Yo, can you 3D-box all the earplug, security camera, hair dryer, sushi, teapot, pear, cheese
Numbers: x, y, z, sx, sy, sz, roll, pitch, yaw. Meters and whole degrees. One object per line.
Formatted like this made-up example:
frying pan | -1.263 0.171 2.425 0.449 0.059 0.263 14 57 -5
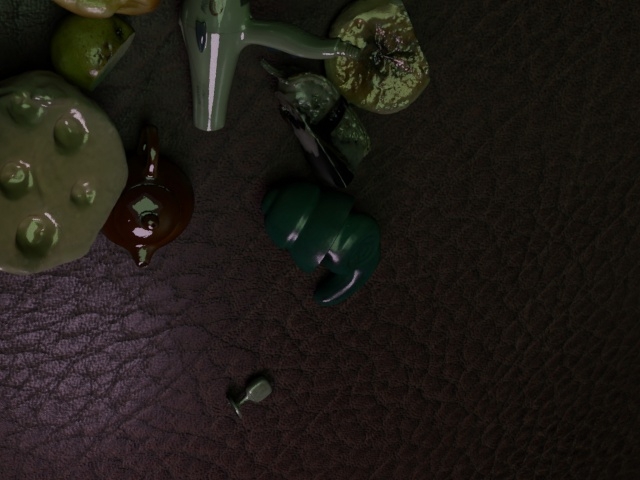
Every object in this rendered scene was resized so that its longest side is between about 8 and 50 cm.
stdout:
earplug | 0.001 -0.005 1.827 0.280 0.257 0.164 35 73 -13
security camera | -0.144 0.317 1.996 0.092 0.058 0.058 -33 124 -15
hair dryer | -0.120 -0.283 1.594 0.298 0.119 0.296 34 129 1
sushi | 0.000 -0.227 1.712 0.109 0.134 0.273 -36 110 -14
teapot | -0.298 -0.075 1.667 0.178 0.135 0.252 -2 119 -24
pear | -0.366 -0.308 1.521 0.104 0.141 0.141 41 99 -12
cheese | -0.453 -0.095 1.489 0.326 0.115 0.318 -32 133 -37

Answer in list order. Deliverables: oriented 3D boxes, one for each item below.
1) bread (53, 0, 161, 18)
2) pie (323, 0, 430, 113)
bread | -0.339 -0.468 1.398 0.315 0.211 0.270 26 115 -23
pie | 0.094 -0.321 1.721 0.185 0.052 0.218 -29 121 4
